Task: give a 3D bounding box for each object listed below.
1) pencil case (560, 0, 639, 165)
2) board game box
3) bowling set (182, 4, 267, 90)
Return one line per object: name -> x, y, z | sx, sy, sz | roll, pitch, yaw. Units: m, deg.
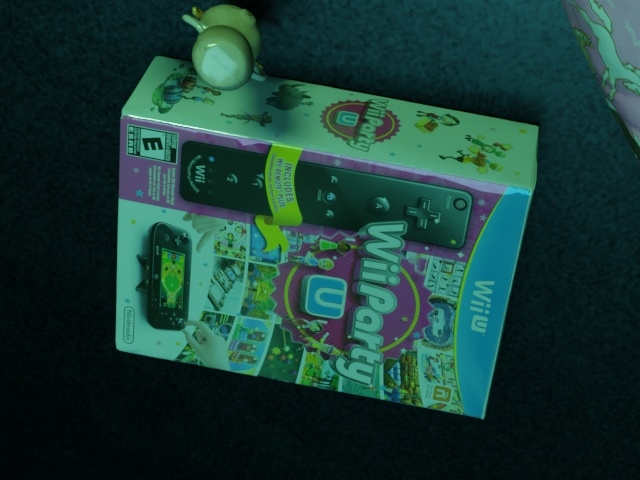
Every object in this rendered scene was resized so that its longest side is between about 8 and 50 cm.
pencil case -> 0.241, -0.169, 0.902 | 0.160, 0.167, 0.386 | -32, 116, -7
board game box -> 0.000, 0.000, 1.102 | 0.304, 0.097, 0.224 | 10, 125, 5
bowling set -> -0.106, -0.251, 0.953 | 0.287, 0.154, 0.200 | 38, 104, -11
